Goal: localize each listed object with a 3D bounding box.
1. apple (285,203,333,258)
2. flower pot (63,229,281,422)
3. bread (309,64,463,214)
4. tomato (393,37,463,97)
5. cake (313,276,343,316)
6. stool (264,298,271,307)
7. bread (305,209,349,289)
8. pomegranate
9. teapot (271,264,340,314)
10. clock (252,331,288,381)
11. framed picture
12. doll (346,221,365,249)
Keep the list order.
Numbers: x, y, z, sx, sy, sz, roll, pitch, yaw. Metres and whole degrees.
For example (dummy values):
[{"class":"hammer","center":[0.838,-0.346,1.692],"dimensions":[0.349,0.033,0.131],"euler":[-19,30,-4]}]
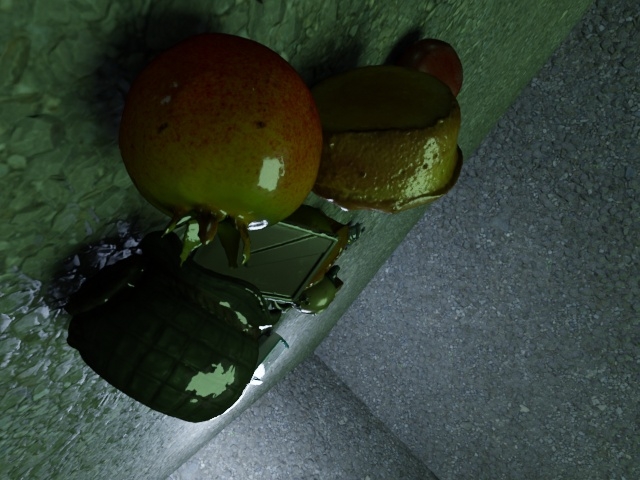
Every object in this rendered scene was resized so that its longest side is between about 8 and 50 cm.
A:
[{"class":"apple","center":[-0.058,0.009,1.082],"dimensions":[0.196,0.157,0.196],"euler":[-47,174,-6]},{"class":"flower pot","center":[-0.230,0.127,0.694],"dimensions":[0.213,0.301,0.302],"euler":[-57,169,-16]},{"class":"bread","center":[0.099,-0.184,0.774],"dimensions":[0.312,0.312,0.173],"euler":[-39,145,-31]},{"class":"tomato","center":[0.236,-0.357,0.969],"dimensions":[0.167,0.167,0.167],"euler":[-44,165,-15]},{"class":"cake","center":[-0.007,0.201,1.765],"dimensions":[0.134,0.135,0.147],"euler":[-33,155,-43]},{"class":"stool","center":[-0.182,0.160,1.245],"dimensions":[0.110,0.096,0.096],"euler":[-58,163,22]},{"class":"bread","center":[-0.033,0.041,1.268],"dimensions":[0.270,0.142,0.195],"euler":[-49,166,-3]},{"class":"pomegranate","center":[-0.105,-0.095,0.489],"dimensions":[0.221,0.220,0.257],"euler":[77,12,-73]},{"class":"teapot","center":[-0.050,0.154,1.534],"dimensions":[0.269,0.173,0.183],"euler":[-18,119,-16]},{"class":"clock","center":[-0.254,0.505,1.929],"dimensions":[0.231,0.116,0.262],"euler":[-49,168,-14]},{"class":"framed picture","center":[-0.125,0.039,0.933],"dimensions":[0.288,0.016,0.213],"euler":[14,122,-36]},{"class":"doll","center":[0.105,-0.007,1.702],"dimensions":[0.104,0.062,0.195],"euler":[12,137,-29]}]
